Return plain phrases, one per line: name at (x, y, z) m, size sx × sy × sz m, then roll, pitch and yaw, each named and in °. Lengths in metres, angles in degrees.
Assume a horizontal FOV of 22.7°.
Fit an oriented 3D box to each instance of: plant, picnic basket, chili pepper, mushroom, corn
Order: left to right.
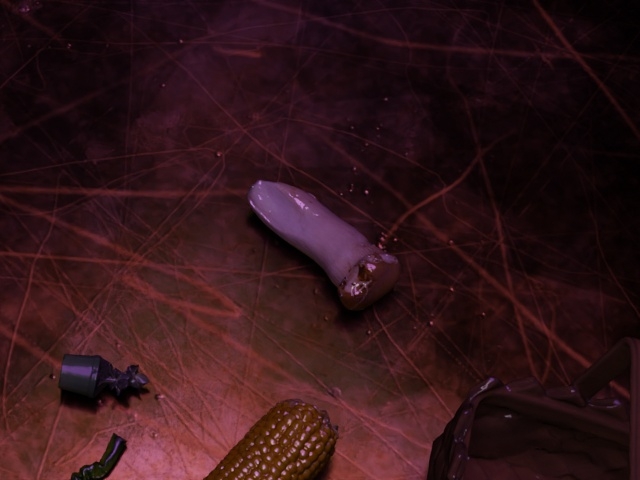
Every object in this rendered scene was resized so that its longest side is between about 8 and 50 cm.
chili pepper at (-0.248, 0.250, 1.781) m, size 0.083 × 0.022 × 0.027 m, roll -43°, pitch 106°, yaw -25°
plant at (-0.245, 0.157, 1.816) m, size 0.102 × 0.051 × 0.051 m, roll 9°, pitch 61°, yaw -7°
corn at (-0.086, 0.277, 1.740) m, size 0.091 × 0.091 × 0.260 m, roll 43°, pitch 71°, yaw 8°
mushroom at (0.000, 0.000, 1.915) m, size 0.209 × 0.071 × 0.084 m, roll 40°, pitch 97°, yaw 19°
picnic basket at (0.264, 0.269, 1.632) m, size 0.291 × 0.321 × 0.254 m, roll 16°, pitch 57°, yaw -11°
